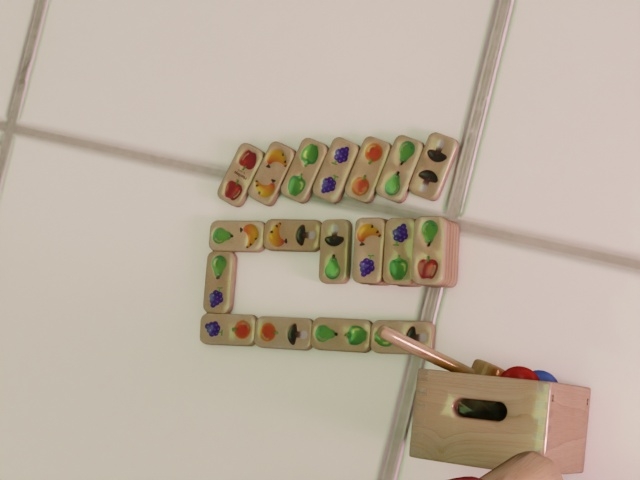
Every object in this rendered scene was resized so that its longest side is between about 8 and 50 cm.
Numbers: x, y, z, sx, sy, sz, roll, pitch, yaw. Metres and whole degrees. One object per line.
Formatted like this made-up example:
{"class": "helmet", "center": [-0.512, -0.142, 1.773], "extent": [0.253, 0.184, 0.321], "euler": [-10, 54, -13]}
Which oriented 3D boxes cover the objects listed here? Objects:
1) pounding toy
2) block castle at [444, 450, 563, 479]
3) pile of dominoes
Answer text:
{"class": "pounding toy", "center": [0.128, 0.128, 1.127], "extent": [0.141, 0.130, 0.100], "euler": [4, 84, 27]}
{"class": "block castle", "center": [0.127, 0.400, 0.983], "extent": [0.303, 0.213, 0.453], "euler": [30, 113, 26]}
{"class": "pile of dominoes", "center": [0.000, 0.000, 1.260], "extent": [0.251, 0.040, 0.195], "euler": [0, 83, 26]}
